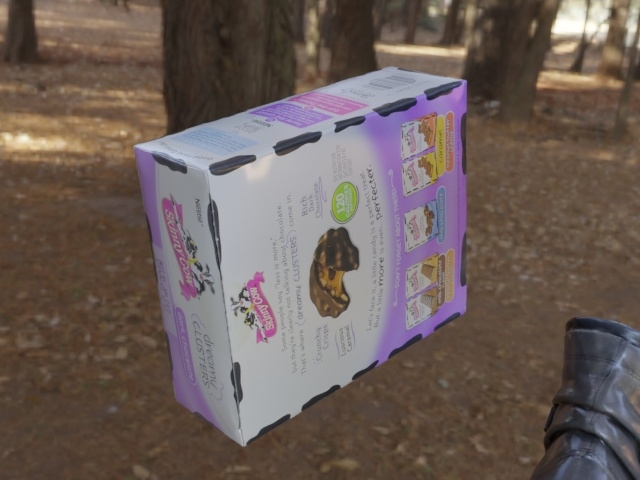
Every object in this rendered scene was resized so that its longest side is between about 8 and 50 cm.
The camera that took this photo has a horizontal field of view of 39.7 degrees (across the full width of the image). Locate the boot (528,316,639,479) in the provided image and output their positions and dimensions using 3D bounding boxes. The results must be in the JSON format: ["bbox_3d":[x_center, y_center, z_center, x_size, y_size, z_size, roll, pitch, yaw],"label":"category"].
[{"bbox_3d":[0.182,0.225,0.619,0.118,0.338,0.222,17,52,19],"label":"boot"}]

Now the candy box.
[{"bbox_3d":[0.000,0.000,0.528,0.196,0.164,0.070,-24,32,-37],"label":"candy box"}]
